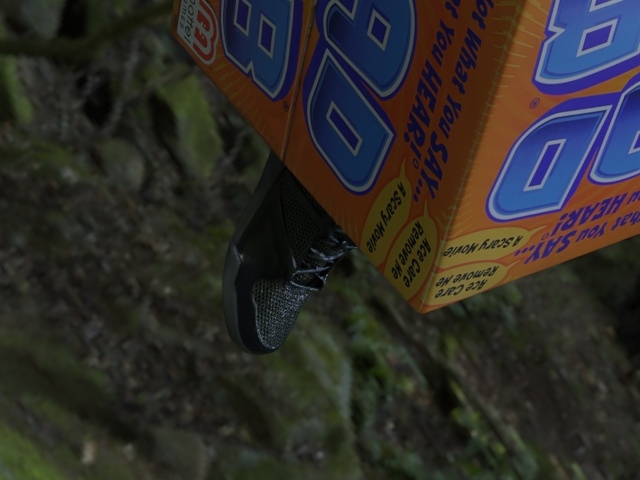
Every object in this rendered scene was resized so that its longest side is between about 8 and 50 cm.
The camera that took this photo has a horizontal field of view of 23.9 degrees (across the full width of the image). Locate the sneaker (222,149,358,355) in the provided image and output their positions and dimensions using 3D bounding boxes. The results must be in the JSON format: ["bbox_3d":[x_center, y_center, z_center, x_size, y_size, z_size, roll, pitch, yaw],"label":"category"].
[{"bbox_3d":[0.000,0.000,1.273,0.130,0.227,0.087,22,0,39],"label":"sneaker"}]

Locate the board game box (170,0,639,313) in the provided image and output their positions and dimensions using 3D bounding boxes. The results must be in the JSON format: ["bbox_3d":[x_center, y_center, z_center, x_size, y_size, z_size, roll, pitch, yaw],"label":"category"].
[{"bbox_3d":[0.146,-0.232,1.110,0.356,0.356,0.356,49,-38,33],"label":"board game box"}]
